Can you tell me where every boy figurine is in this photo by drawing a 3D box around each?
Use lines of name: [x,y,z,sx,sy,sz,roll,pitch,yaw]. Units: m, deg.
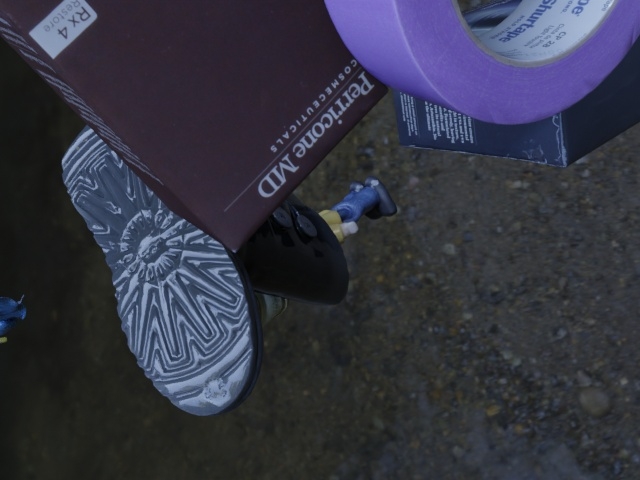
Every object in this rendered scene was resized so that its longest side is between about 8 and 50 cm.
boy figurine: [0.000,0.000,1.496,0.092,0.285,0.177,55,153,-11]

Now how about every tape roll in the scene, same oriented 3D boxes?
tape roll: [0.133,-0.226,0.639,0.090,0.275,0.275,31,115,51]

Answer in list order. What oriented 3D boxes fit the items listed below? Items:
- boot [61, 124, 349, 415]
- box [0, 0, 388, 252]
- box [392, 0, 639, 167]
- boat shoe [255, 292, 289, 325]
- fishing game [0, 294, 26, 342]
boot: [-0.088,0.047,1.139,0.146,0.445,0.367,-32,69,14]
box: [-0.138,-0.189,0.654,0.191,0.381,0.143,-48,37,-8]
box: [0.311,-0.251,1.335,0.294,0.296,0.183,14,123,43]
boat shoe: [-0.176,0.106,1.379,0.285,0.089,0.104,1,99,40]
fishing game: [-0.437,0.086,1.042,0.264,0.189,0.041,113,144,-69]
